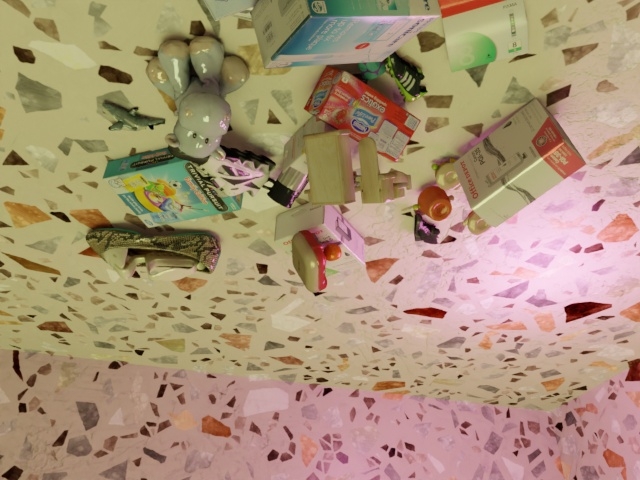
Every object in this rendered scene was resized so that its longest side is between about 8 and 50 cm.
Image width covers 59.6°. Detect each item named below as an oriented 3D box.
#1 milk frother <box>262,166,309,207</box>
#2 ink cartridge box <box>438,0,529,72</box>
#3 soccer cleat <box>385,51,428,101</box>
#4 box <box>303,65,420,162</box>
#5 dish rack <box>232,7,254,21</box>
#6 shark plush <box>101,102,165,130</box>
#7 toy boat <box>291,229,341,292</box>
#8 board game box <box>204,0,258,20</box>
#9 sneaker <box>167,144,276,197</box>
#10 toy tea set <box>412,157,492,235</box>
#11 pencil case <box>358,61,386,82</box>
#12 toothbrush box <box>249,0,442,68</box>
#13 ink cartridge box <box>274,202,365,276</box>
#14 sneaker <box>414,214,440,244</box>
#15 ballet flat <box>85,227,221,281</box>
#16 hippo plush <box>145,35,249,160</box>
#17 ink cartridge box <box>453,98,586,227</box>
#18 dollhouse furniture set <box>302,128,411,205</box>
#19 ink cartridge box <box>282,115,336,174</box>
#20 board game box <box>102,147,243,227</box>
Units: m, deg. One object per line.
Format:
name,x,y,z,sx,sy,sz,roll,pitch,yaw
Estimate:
milk frother,-0.110,-0.191,1.665,0.143,0.129,0.134,33,103,3
ink cartridge box,0.363,-0.496,1.245,0.181,0.056,0.224,-11,145,16
soccer cleat,0.210,-0.412,1.371,0.072,0.060,0.179,-24,145,17
box,0.104,-0.317,1.408,0.257,0.122,0.128,24,102,-29
dish rack,-0.068,-0.572,1.142,0.286,0.072,0.332,10,143,-10
shark plush,-0.508,-0.330,1.517,0.161,0.073,0.067,10,114,-3
toy boat,-0.002,0.058,1.792,0.151,0.151,0.231,-21,146,-16
board game box,-0.124,-0.591,1.000,0.319,0.065,0.318,-12,142,16
sneaker,-0.279,-0.187,1.541,0.331,0.122,0.146,11,114,-43
toy tea set,0.457,-0.133,1.734,0.336,0.124,0.199,18,112,-16
pencil case,0.100,-0.449,1.310,0.070,0.064,0.151,25,160,39
toothbrush box,0.045,-0.440,1.085,0.296,0.126,0.216,-14,179,-29
ink cartridge box,0.000,0.000,1.902,0.199,0.114,0.273,-20,139,27
sneaker,0.364,-0.037,1.895,0.089,0.051,0.170,-3,149,6
ballet flat,-0.595,0.056,1.950,0.483,0.181,0.164,3,146,-1
hippo plush,-0.320,-0.324,1.354,0.235,0.236,0.294,19,141,-23
ink cartridge box,0.513,-0.200,1.478,0.117,0.207,0.283,31,124,-31
dollhouse furniture set,0.136,-0.201,1.430,0.303,0.173,0.356,2,-167,42
ink cartridge box,-0.024,-0.262,1.535,0.067,0.115,0.198,25,140,-30
board game box,-0.445,-0.167,1.718,0.336,0.079,0.253,-10,143,16
